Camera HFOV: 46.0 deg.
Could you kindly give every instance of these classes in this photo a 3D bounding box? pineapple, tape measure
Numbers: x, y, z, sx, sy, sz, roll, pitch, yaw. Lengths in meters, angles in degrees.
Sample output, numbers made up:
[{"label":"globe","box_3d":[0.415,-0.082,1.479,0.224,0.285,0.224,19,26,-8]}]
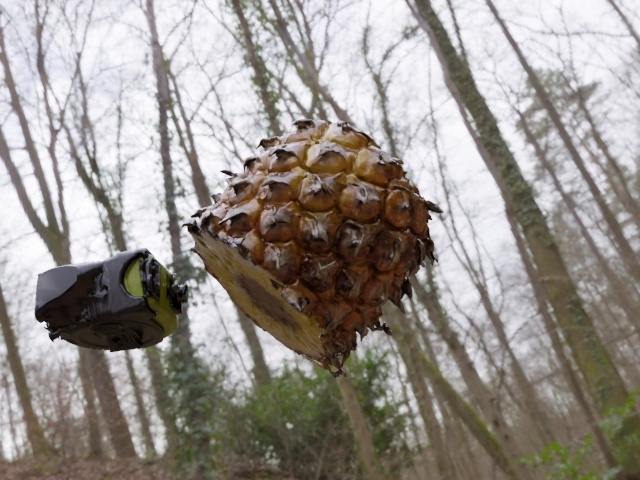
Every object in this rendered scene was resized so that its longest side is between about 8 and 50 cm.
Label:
[{"label":"pineapple","box_3d":[0.000,-0.001,1.131,0.300,0.352,0.352,-42,-21,-14]},{"label":"tape measure","box_3d":[-0.285,0.096,1.077,0.199,0.112,0.186,-8,-23,9]}]
